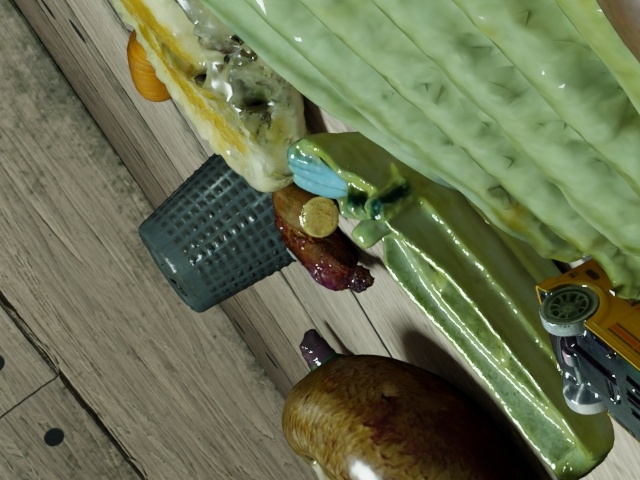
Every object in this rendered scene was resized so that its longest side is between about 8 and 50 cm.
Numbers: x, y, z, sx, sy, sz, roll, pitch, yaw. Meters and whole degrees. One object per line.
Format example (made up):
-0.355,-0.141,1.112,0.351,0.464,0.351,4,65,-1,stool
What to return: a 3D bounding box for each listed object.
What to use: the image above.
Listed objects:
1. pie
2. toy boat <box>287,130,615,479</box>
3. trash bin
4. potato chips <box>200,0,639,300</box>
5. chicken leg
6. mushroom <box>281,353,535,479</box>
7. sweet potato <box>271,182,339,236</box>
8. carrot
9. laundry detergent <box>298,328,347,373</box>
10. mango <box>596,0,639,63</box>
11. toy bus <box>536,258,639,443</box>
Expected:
-0.117,-0.185,1.203,0.339,0.077,0.339,49,173,9,pie
0.097,0.022,0.882,0.276,0.084,0.111,48,167,15,toy boat
-0.111,-0.011,1.555,0.175,0.161,0.175,51,169,14,trash bin
0.028,-0.116,0.593,0.429,0.070,0.358,43,168,-21,potato chips
0.001,0.004,1.390,0.205,0.053,0.093,44,160,39,chicken leg
0.100,0.254,1.389,0.345,0.239,0.345,164,90,-71,mushroom
-0.028,-0.045,1.346,0.117,0.049,0.049,40,164,44,sweet potato
-0.176,-0.205,1.489,0.271,0.062,0.066,118,148,-76,carrot
0.045,0.216,1.893,0.222,0.078,0.144,57,169,-7,laundry detergent
0.126,-0.060,0.300,0.267,0.111,0.133,54,155,3,mango
0.173,0.070,0.674,0.162,0.074,0.070,46,161,52,toy bus
